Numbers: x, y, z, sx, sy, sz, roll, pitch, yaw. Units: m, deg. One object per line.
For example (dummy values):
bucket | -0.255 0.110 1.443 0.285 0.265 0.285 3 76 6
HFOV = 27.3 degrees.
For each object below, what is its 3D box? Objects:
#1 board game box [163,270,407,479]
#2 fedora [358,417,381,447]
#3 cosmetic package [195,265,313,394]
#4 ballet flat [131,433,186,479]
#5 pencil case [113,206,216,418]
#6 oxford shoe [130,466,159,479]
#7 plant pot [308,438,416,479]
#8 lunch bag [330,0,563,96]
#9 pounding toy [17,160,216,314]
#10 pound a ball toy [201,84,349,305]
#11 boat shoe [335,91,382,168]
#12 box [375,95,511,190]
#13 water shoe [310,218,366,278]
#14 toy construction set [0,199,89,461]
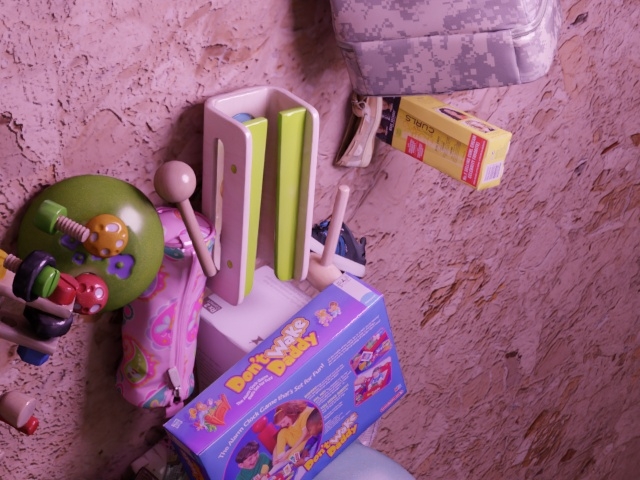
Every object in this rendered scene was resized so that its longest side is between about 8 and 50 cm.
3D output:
board game box | -0.038 0.238 1.872 0.347 0.078 0.233 -39 140 -22
fedora | 0.004 0.301 2.181 0.275 0.124 0.243 3 112 -50
cosmetic package | -0.086 0.169 1.961 0.151 0.151 0.183 -29 136 -32
ballet flat | -0.258 0.372 1.987 0.079 0.077 0.221 16 104 -32
pencil case | -0.212 0.098 1.794 0.124 0.124 0.284 -16 126 -42
oxford shoe | -0.374 0.459 1.895 0.364 0.132 0.130 -30 -179 -17
plant pot | 0.020 0.418 2.017 0.293 0.196 0.293 -24 155 -12
lunch bag | 0.162 -0.350 1.739 0.256 0.305 0.212 67 33 -42
pounding toy | -0.250 0.013 1.612 0.237 0.110 0.182 -16 112 -8
pound a ball toy | -0.068 -0.056 1.828 0.208 0.136 0.319 -20 129 -35
boat shoe | 0.058 -0.178 1.965 0.048 0.056 0.153 1 124 -15
box | 0.169 -0.159 1.950 0.058 0.232 0.087 -18 129 -45
water shoe | 0.000 0.000 2.027 0.203 0.073 0.080 31 63 -52
toy construction set | -0.435 0.100 1.507 0.257 0.237 0.308 -55 167 -39
